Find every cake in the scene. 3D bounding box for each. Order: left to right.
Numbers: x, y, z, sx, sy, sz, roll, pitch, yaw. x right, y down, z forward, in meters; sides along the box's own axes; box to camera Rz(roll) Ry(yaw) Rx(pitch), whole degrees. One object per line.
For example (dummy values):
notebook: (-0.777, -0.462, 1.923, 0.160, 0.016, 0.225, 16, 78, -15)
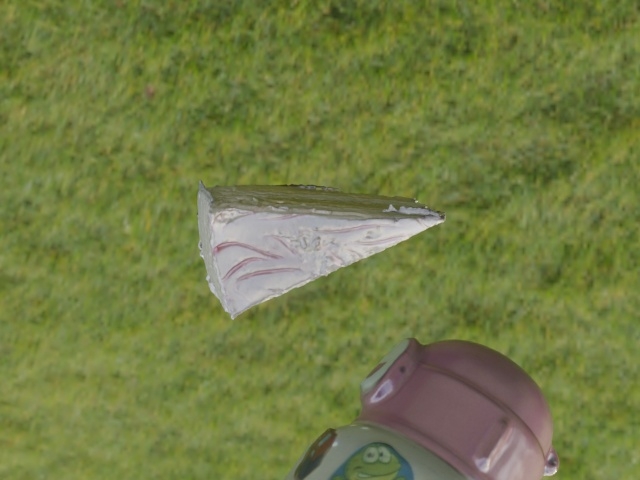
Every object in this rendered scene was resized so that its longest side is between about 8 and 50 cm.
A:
cake: (0.000, 0.000, 0.644, 0.121, 0.052, 0.065, -3, 105, -12)

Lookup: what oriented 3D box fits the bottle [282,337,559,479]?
bottle: (0.020, 0.157, 0.611, 0.120, 0.253, 0.120, 30, 154, 16)
